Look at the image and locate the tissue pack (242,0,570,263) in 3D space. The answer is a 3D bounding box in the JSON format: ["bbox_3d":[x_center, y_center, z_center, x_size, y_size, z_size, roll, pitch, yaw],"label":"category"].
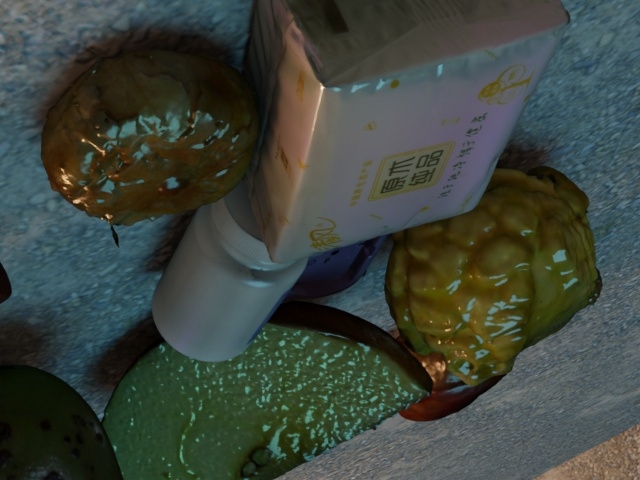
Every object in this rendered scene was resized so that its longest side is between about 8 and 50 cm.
[{"bbox_3d":[0.046,-0.100,0.798,0.185,0.124,0.225,-14,153,-18],"label":"tissue pack"}]

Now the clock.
[{"bbox_3d":[0.000,0.000,1.049,0.110,0.050,0.152,-13,153,-26],"label":"clock"}]

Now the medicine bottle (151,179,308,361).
[{"bbox_3d":[-0.072,0.019,0.954,0.103,0.102,0.186,-9,151,-33],"label":"medicine bottle"}]

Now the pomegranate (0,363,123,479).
[{"bbox_3d":[-0.324,0.224,1.015,0.291,0.323,0.290,-8,122,-13],"label":"pomegranate"}]

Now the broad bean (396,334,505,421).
[{"bbox_3d":[0.174,0.155,1.451,0.156,0.122,0.228,6,145,-46],"label":"broad bean"}]

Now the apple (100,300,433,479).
[{"bbox_3d":[-0.064,0.163,1.161,0.346,0.179,0.254,-32,158,21],"label":"apple"}]

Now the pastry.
[{"bbox_3d":[-0.114,-0.070,0.760,0.153,0.081,0.153,-15,145,-11],"label":"pastry"}]

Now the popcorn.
[{"bbox_3d":[0.169,0.030,1.124,0.250,0.190,0.250,-28,150,-18],"label":"popcorn"}]

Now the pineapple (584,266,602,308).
[{"bbox_3d":[0.292,0.052,1.427,0.159,0.074,0.074,6,142,-39],"label":"pineapple"}]

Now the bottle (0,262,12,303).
[{"bbox_3d":[-0.337,0.084,0.828,0.245,0.104,0.104,-30,156,12],"label":"bottle"}]
